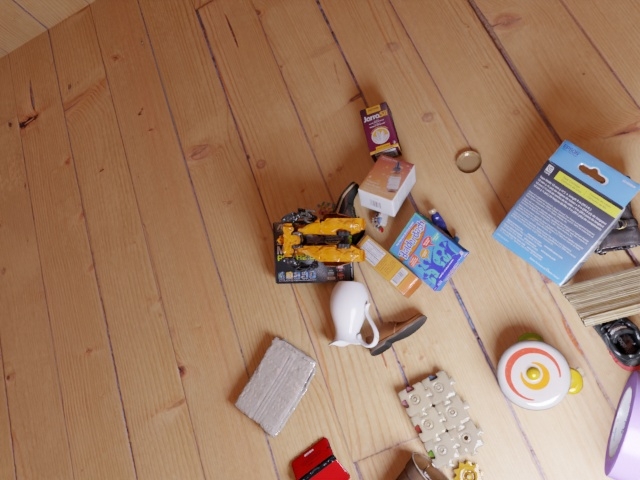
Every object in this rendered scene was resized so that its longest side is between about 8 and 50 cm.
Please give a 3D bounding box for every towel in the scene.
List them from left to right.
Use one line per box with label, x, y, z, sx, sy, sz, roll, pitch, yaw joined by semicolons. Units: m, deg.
towel;-0.146;0.476;1.876;0.187;0.049;0.282;30;86;27

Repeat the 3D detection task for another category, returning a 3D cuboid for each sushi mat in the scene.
sushi mat;0.843;0.143;1.571;0.317;0.019;0.151;-15;39;-2

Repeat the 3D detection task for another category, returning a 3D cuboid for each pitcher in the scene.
pitcher;0.111;0.237;1.814;0.178;0.126;0.206;-3;78;34

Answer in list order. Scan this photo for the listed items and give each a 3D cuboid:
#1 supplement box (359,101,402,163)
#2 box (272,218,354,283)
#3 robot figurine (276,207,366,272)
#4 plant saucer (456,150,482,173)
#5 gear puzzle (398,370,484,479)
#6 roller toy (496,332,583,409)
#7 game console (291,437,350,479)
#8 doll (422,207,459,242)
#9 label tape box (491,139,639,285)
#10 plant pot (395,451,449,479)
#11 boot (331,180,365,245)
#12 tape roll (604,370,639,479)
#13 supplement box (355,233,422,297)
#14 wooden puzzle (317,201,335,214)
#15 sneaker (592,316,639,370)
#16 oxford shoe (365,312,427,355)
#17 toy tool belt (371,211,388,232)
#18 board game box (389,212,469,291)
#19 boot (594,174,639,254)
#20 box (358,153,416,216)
supplement box;0.213;-0.380;2.008;0.104;0.081;0.188;-17;68;14
box;-0.025;0.037;1.937;0.270;0.060;0.216;-2;90;19
robot figurine;0.000;0.000;1.853;0.291;0.085;0.210;0;90;18
plant saucer;0.498;-0.259;1.904;0.084;0.015;0.083;-6;70;18
gear puzzle;0.380;0.563;1.667;0.176;0.044;0.338;-30;68;7
roller toy;0.595;0.378;1.588;0.191;0.146;0.209;-43;65;3
game console;0.000;0.711;1.765;0.144;0.085;0.124;-38;33;4
doll;0.383;-0.004;1.844;0.129;0.046;0.188;-28;71;10
label tape box;0.711;-0.078;1.654;0.249;0.115;0.347;42;110;27
plant pot;0.268;0.716;1.595;0.167;0.167;0.165;43;98;26
boot;0.118;-0.090;1.960;0.137;0.077;0.197;30;98;21
tape roll;0.793;0.469;1.416;0.090;0.275;0.274;17;79;24
supplement box;0.218;0.083;1.858;0.080;0.078;0.233;-47;64;3
wooden puzzle;0.023;-0.112;2.029;0.083;0.006;0.049;15;78;23
sneaker;0.800;0.227;1.572;0.098;0.135;0.276;-33;64;9
oxford shoe;0.234;0.278;1.793;0.212;0.076;0.076;-31;56;8
toy tool belt;0.199;-0.063;1.934;0.051;0.052;0.083;-6;64;51
board game box;0.342;0.035;1.812;0.210;0.047;0.160;43;113;28
boot;0.815;-0.069;1.692;0.263;0.091;0.228;-6;77;23
box;0.225;-0.186;1.910;0.130;0.091;0.170;21;63;24
